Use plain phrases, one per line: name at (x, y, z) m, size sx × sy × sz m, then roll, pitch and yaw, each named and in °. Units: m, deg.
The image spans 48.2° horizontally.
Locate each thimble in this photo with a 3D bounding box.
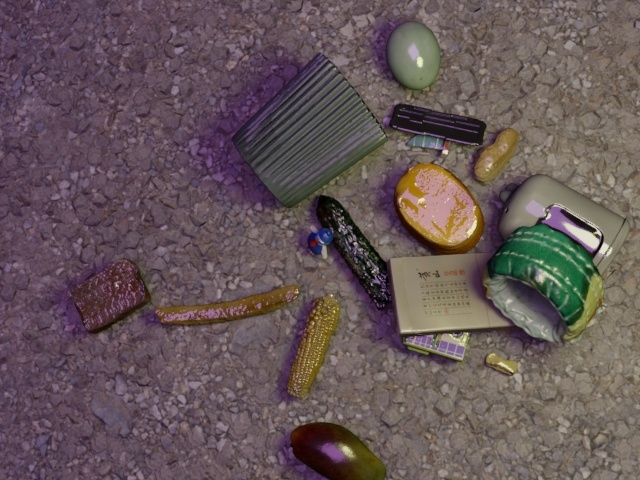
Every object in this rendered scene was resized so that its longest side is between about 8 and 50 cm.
thimble at (0.536, 0.109, 1.711) m, size 0.288 × 0.254 × 0.167 m, roll 43°, pitch 67°, yaw -3°

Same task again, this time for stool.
stool at (-0.038, -0.283, 1.917) m, size 0.330 × 0.297 × 0.297 m, roll -38°, pitch 78°, yaw 5°

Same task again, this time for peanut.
peanut at (0.475, -0.235, 1.943) m, size 0.080 × 0.080 × 0.174 m, roll 38°, pitch 84°, yaw 12°

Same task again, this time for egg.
egg at (0.256, -0.510, 1.978) m, size 0.149 × 0.149 × 0.192 m, roll -11°, pitch 85°, yaw 6°

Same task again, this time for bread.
bread at (0.313, -0.084, 1.903) m, size 0.195 × 0.142 × 0.270 m, roll -44°, pitch 76°, yaw 1°

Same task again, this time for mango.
mango at (0.047, 0.552, 1.850) m, size 0.267 × 0.111 × 0.133 m, roll 26°, pitch 73°, yaw 6°

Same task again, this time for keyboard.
keyboard at (0.325, -0.321, 1.984) m, size 0.262 × 0.016 × 0.106 m, roll 14°, pitch 55°, yaw 9°

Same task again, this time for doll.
doll at (0.000, 0.000, 1.936) m, size 0.057 × 0.143 × 0.099 m, roll -20°, pitch 82°, yaw -24°

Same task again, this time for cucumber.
cucumber at (0.095, 0.018, 1.940) m, size 0.096 × 0.096 × 0.359 m, roll -35°, pitch 79°, yaw 1°

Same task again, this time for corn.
corn at (-0.021, 0.280, 1.918) m, size 0.086 × 0.086 × 0.288 m, roll 20°, pitch 85°, yaw 10°

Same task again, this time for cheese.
cheese at (0.474, 0.321, 1.873) m, size 0.083 × 0.030 × 0.044 m, roll 23°, pitch 63°, yaw 15°

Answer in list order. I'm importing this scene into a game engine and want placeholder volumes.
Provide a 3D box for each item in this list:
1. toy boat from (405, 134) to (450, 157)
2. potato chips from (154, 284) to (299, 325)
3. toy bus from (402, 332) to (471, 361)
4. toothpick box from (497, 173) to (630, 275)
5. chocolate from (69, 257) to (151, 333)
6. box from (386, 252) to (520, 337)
toy boat at (0.302, -0.280, 1.994) m, size 0.122 × 0.034 × 0.096 m, roll 12°, pitch 70°, yaw 13°
potato chips at (-0.249, 0.187, 1.968) m, size 0.406 × 0.080 × 0.057 m, roll -10°, pitch 63°, yaw 7°
toy bus at (0.298, 0.253, 1.877) m, size 0.175 × 0.088 × 0.101 m, roll 15°, pitch 85°, yaw 8°
toothpick box at (0.601, -0.043, 1.836) m, size 0.316 × 0.229 × 0.229 m, roll 34°, pitch 86°, yaw 13°
chocolate at (-0.580, 0.154, 2.008) m, size 0.214 × 0.093 × 0.148 m, roll -30°, pitch 79°, yaw 3°
box at (0.362, 0.135, 1.841) m, size 0.365 × 0.051 × 0.205 m, roll -2°, pitch 68°, yaw -10°
